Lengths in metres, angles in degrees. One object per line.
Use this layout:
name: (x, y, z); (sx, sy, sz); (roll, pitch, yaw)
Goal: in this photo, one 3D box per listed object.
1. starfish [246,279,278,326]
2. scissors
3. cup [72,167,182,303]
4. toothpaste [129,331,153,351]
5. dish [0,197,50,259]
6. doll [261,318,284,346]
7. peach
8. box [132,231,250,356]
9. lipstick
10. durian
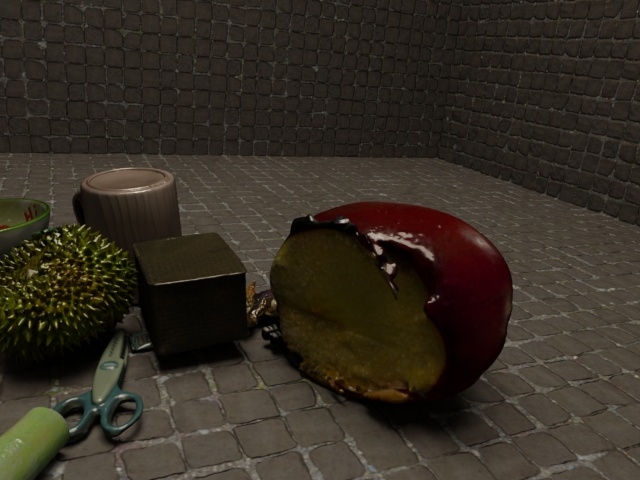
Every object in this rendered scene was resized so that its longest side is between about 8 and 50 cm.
starfish: (-0.104, 0.127, 1.196); (0.216, 0.071, 0.238); (-21, 17, -35)
scissors: (-0.354, 0.229, 0.911); (0.138, 0.041, 0.289); (-5, 21, -8)
cup: (-0.442, -0.025, 1.275); (0.208, 0.273, 0.288); (-13, 28, -29)
toothpaste: (-0.269, 0.185, 1.081); (0.205, 0.036, 0.056); (-6, 24, -22)
dish: (-0.829, -0.001, 1.335); (0.324, 0.124, 0.324); (-1, 20, 0)
doll: (-0.019, 0.174, 1.136); (0.219, 0.067, 0.091); (-7, 16, -38)
peach: (0.109, 0.101, 0.979); (0.417, 0.339, 0.353); (11, 19, 2)
box: (-0.260, 0.092, 1.084); (0.184, 0.143, 0.273); (-9, 20, -23)
lipstick: (-0.405, 0.306, 0.622); (0.076, 0.076, 0.304); (9, 19, 8)
durian: (-0.469, 0.086, 0.994); (0.291, 0.224, 0.291); (-12, 10, 2)
